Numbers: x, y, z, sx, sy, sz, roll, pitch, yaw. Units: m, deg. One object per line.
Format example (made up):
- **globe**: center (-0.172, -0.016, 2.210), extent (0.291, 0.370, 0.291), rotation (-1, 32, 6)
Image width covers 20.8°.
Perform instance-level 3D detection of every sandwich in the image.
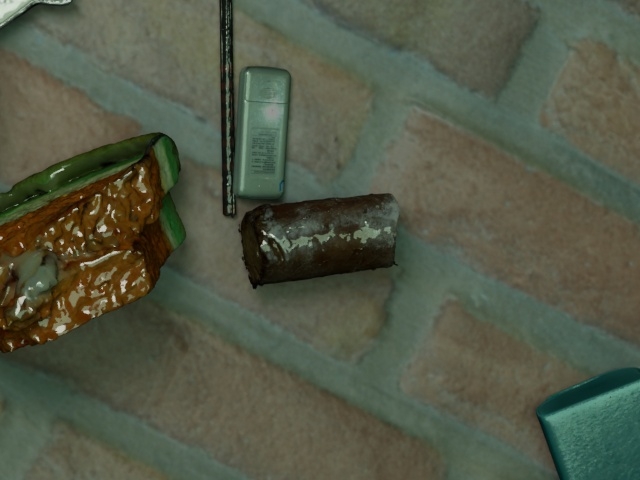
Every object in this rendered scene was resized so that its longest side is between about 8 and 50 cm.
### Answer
- **sandwich**: center (-0.232, 0.015, 1.527), extent (0.292, 0.212, 0.109), rotation (-34, 116, -19)

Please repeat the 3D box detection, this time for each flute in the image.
- **flute**: center (-0.087, -0.155, 1.623), extent (0.014, 0.014, 0.270), rotation (-1, 96, -10)

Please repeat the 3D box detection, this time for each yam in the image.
- **yam**: center (0.000, -0.001, 1.621), extent (0.141, 0.079, 0.079), rotation (-6, 97, -13)

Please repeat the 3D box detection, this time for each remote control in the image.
- **remote control**: center (-0.054, -0.100, 1.627), extent (0.053, 0.018, 0.124), rotation (1, 95, -25)

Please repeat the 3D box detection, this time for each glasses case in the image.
- **glasses case**: center (0.310, 0.282, 1.715), extent (0.117, 0.070, 0.301), rotation (-20, 101, -2)

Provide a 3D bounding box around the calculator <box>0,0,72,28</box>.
- **calculator**: center (-0.348, -0.288, 1.548), extent (0.177, 0.040, 0.268), rotation (-34, 100, -6)
